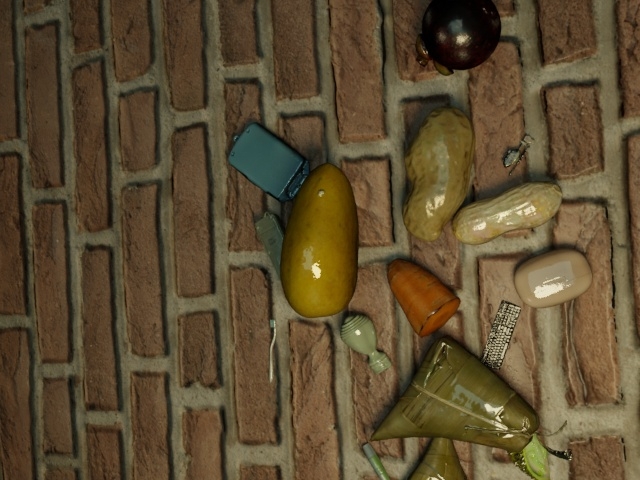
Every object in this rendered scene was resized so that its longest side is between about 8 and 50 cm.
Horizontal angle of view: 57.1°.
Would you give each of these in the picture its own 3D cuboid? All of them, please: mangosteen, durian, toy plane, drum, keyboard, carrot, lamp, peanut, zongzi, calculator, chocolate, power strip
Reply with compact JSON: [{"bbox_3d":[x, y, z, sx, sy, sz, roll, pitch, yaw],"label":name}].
[{"bbox_3d":[0.368,-0.570,1.633,0.265,0.228,0.228,-31,79,46],"label":"mangosteen"},{"bbox_3d":[0.573,0.579,1.638,0.100,0.086,0.215,-17,87,-17],"label":"durian"},{"bbox_3d":[0.552,-0.244,1.662,0.049,0.031,0.120,34,101,9],"label":"toy plane"},{"bbox_3d":[0.192,0.719,1.712,0.049,0.130,0.253,-42,78,17],"label":"drum"},{"bbox_3d":[0.513,0.271,1.676,0.060,0.018,0.195,18,95,14],"label":"keyboard"},{"bbox_3d":[0.271,0.149,1.693,0.159,0.159,0.225,-47,67,11],"label":"carrot"},{"bbox_3d":[0.134,0.307,1.754,0.106,0.106,0.192,-33,89,14],"label":"lamp"},{"bbox_3d":[0.324,-0.188,1.661,0.193,0.170,0.386,12,93,23],"label":"peanut"},{"bbox_3d":[0.402,0.526,1.597,0.447,0.181,0.418,40,100,26],"label":"zongzi"},{"bbox_3d":[-0.168,-0.249,1.873,0.293,0.051,0.172,38,101,15],"label":"calculator"},{"bbox_3d":[0.513,-0.074,1.619,0.310,0.134,0.134,-22,83,14],"label":"chocolate"},{"bbox_3d":[-0.123,0.038,1.857,0.078,0.052,0.272,-28,83,15],"label":"power strip"},{"bbox_3d":[0.391,0.665,1.684,0.228,0.115,0.256,30,73,2],"label":"zongzi"}]

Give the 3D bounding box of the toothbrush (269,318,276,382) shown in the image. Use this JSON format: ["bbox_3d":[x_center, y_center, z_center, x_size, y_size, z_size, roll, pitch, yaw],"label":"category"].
[{"bbox_3d":[-0.153,0.353,1.881,0.022,0.017,0.203,1,89,7],"label":"toothbrush"}]

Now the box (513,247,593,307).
[{"bbox_3d":[0.632,0.103,1.603,0.200,0.088,0.145,-24,84,17],"label":"box"}]

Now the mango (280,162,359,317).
[{"bbox_3d":[0.000,0.000,1.688,0.221,0.301,0.444,2,94,18],"label":"mango"}]
